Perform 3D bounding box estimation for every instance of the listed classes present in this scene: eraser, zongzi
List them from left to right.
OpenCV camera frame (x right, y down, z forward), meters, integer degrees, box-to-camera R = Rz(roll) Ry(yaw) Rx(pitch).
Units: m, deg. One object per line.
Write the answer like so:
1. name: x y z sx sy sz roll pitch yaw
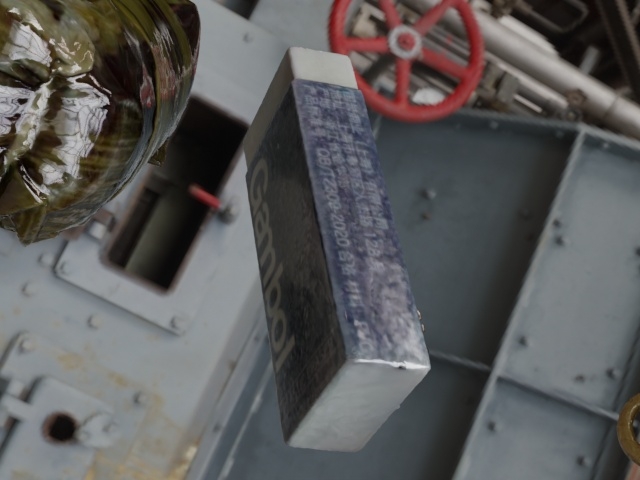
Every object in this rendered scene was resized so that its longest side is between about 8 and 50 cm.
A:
1. zongzi: -0.215 -0.109 0.519 0.286 0.288 0.134 -93 -155 -77
2. eraser: 0.000 0.000 0.554 0.092 0.046 0.212 122 -34 -46

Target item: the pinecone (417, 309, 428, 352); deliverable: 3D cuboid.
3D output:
1. pinecone: 0.042 0.100 1.010 0.121 0.140 0.140 -22 -148 28

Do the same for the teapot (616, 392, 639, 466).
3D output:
1. teapot: 0.499 0.258 1.173 0.203 0.311 0.167 65 40 -62
